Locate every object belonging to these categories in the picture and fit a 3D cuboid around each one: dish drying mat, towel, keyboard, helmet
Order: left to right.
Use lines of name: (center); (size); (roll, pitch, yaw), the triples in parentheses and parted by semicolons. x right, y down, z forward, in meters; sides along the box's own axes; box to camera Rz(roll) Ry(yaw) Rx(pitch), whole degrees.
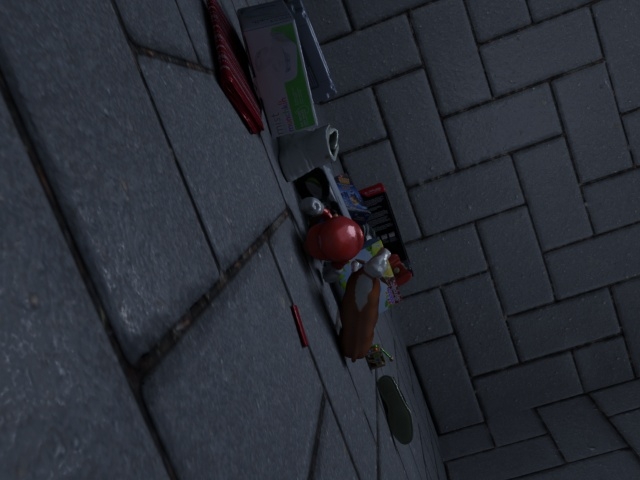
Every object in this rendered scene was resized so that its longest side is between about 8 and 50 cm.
towel: (-0.194, -0.391, 1.337); (0.199, 0.031, 0.274); (57, 16, -61)
dish drying mat: (-0.040, 0.166, 1.171); (0.032, 0.008, 0.083); (39, 32, -76)
keyboard: (0.054, -0.108, 1.690); (0.072, 0.014, 0.256); (29, 36, -66)
helmet: (0.119, 0.011, 2.053); (0.169, 0.169, 0.161); (53, 25, -65)

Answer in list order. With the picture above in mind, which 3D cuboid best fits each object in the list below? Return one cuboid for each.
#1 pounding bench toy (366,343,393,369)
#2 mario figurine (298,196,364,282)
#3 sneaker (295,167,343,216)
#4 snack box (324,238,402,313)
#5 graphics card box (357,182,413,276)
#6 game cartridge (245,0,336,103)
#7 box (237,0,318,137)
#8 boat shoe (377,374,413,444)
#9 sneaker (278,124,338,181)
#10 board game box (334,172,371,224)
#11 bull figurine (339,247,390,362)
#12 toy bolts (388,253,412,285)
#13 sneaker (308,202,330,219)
pounding bench toy: (0.191, 0.371, 1.959); (0.052, 0.083, 0.065); (-81, 152, -72)
mario figurine: (0.000, 0.000, 1.567); (0.198, 0.170, 0.320); (34, -1, -3)
sneaker: (0.006, -0.134, 1.826); (0.121, 0.111, 0.300); (-104, 173, -50)
snack box: (0.129, 0.123, 1.787); (0.070, 0.175, 0.207); (7, -60, 65)
graphics card box: (0.179, -0.007, 2.224); (0.094, 0.233, 0.370); (56, 17, -63)
game cartridge: (-0.093, -0.498, 1.662); (0.060, 0.196, 0.294); (-100, 168, -47)
box: (-0.109, -0.421, 1.463); (0.231, 0.127, 0.262); (-110, -175, -57)
boat shoe: (0.254, 0.554, 1.970); (0.068, 0.081, 0.227); (47, 23, -62)
sneaker: (-0.029, -0.276, 1.691); (0.292, 0.169, 0.108); (-100, 166, -54)
board game box: (0.052, -0.150, 2.014); (0.194, 0.194, 0.060); (-103, -151, -42)
bull figurine: (0.107, 0.153, 1.547); (0.188, 0.101, 0.310); (-72, 175, -77)
toy bolts: (0.168, 0.125, 1.961); (0.218, 0.229, 0.158); (60, -5, 12)
sneaker: (-0.004, -0.062, 1.773); (0.052, 0.058, 0.135); (-58, 158, -46)
